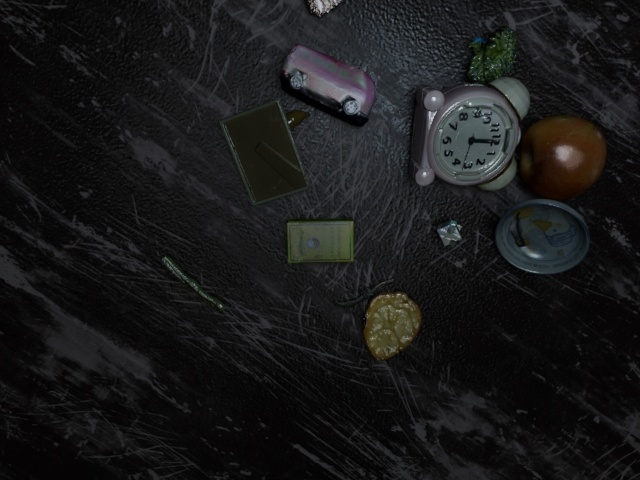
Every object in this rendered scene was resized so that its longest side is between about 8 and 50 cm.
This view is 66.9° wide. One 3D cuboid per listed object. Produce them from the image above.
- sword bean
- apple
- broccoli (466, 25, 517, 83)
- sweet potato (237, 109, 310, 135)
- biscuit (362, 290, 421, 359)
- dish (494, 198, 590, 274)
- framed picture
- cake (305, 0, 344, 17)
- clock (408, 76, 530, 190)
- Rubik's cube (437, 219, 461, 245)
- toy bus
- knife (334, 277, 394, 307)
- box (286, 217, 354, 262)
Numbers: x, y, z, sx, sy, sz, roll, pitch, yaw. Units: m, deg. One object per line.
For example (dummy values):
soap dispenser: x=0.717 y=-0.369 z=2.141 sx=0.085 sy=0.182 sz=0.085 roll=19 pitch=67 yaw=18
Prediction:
sword bean: x=-0.431 y=0.150 z=1.644 sx=0.269 sy=0.038 sz=0.043 roll=42 pitch=124 yaw=-9
apple: x=0.719 y=-0.252 z=1.467 sx=0.253 sy=0.253 sz=0.254 roll=0 pitch=103 yaw=0
broccoli: x=0.505 y=-0.554 z=1.434 sx=0.167 sy=0.160 sz=0.155 roll=-20 pitch=75 yaw=15
sweet potato: x=-0.151 y=-0.352 z=1.525 sx=0.249 sy=0.059 sz=0.069 roll=-16 pitch=82 yaw=7
biscuit: x=0.238 y=0.296 z=1.681 sx=0.203 sy=0.041 sz=0.260 roll=16 pitch=103 yaw=-7
dish: x=0.716 y=-0.035 z=1.565 sx=0.273 sy=0.134 sz=0.273 roll=16 pitch=130 yaw=19
framed picture: x=-0.172 y=-0.270 z=1.523 sx=0.211 sy=0.020 sz=0.290 roll=-15 pitch=106 yaw=19
cake: x=-0.031 y=-0.810 z=1.404 sx=0.115 sy=0.113 sz=0.295 roll=-24 pitch=107 yaw=7
clock: x=0.447 y=-0.315 z=1.463 sx=0.325 sy=0.184 sz=0.342 roll=1 pitch=121 yaw=-1
Rubik's cube: x=0.430 y=-0.026 z=1.589 sx=0.073 sy=0.075 sz=0.084 roll=-26 pitch=117 yaw=21
toy bus: x=0.025 y=-0.468 z=1.462 sx=0.302 sy=0.127 sz=0.147 roll=23 pitch=98 yaw=-5
knife: x=0.155 y=0.187 z=1.663 sx=0.222 sy=0.021 sz=0.046 roll=-23 pitch=99 yaw=5
box: x=0.000 y=0.000 z=1.600 sx=0.219 sy=0.064 sz=0.141 roll=0 pitch=103 yaw=1
